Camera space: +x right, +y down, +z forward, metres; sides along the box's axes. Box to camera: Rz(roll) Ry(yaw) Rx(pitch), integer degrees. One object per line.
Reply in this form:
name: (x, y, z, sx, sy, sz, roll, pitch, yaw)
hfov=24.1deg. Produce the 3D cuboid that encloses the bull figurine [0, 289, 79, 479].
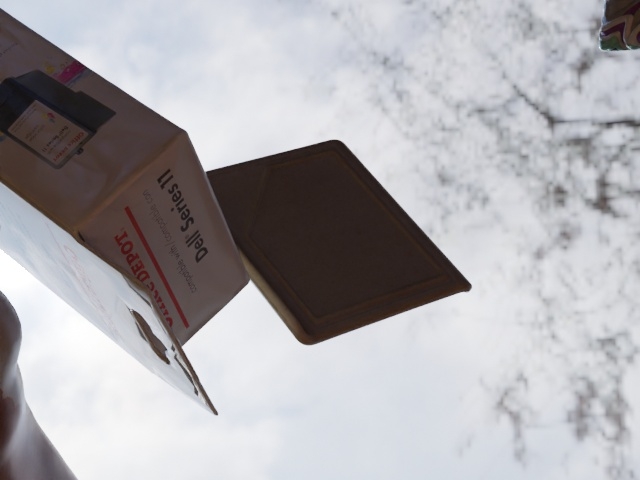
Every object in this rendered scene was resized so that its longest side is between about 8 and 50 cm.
bull figurine: (-0.198, 0.091, 0.658, 0.188, 0.101, 0.310, -20, -36, -5)

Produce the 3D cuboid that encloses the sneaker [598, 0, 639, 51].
sneaker: (0.224, -0.162, 1.007, 0.038, 0.069, 0.098, -8, 10, -35)

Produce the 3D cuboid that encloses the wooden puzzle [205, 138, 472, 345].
wooden puzzle: (0.000, 0.000, 1.433, 0.238, 0.221, 0.044, -13, -38, -42)

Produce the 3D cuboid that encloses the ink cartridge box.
ink cartridge box: (-0.185, -0.034, 1.187, 0.353, 0.119, 0.207, 35, -21, 31)
